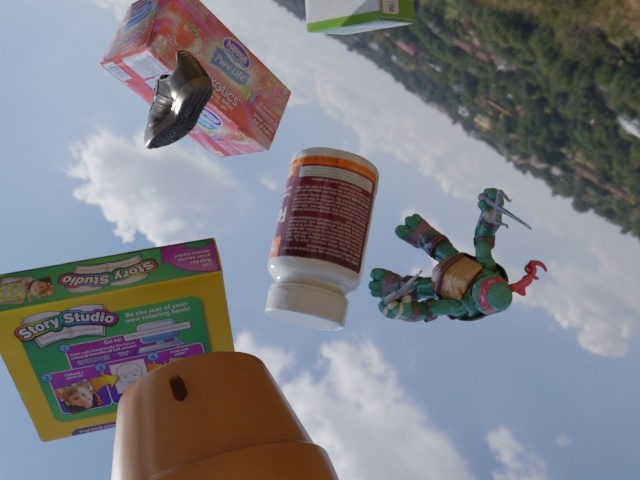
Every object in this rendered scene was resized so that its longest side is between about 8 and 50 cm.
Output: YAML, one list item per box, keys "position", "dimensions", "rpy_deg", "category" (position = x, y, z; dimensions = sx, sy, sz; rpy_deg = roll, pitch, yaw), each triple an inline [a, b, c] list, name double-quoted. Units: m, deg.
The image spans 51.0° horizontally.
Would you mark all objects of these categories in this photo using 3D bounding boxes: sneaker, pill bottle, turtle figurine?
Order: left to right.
- position: [-0.216, -0.205, 0.991]
  dimensions: [0.066, 0.188, 0.071]
  rpy_deg: [-17, -102, -43]
  category: "sneaker"
- position: [0.000, 0.000, 1.589]
  dimensions: [0.223, 0.393, 0.224]
  rpy_deg: [11, 163, 3]
  category: "pill bottle"
- position: [0.140, 0.036, 0.735]
  dimensions: [0.118, 0.175, 0.234]
  rpy_deg: [50, 169, -16]
  category: "turtle figurine"

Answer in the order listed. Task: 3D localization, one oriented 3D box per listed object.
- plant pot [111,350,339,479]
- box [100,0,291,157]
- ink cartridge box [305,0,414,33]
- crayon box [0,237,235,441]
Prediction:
- position: [-0.139, 0.276, 0.845]
  dimensions: [0.290, 0.291, 0.204]
  rpy_deg: [16, -138, -46]
  category: "plant pot"
- position: [-0.213, -0.291, 1.207]
  dimensions: [0.154, 0.142, 0.300]
  rpy_deg: [0, 152, 42]
  category: "box"
- position: [0.063, -0.506, 1.182]
  dimensions: [0.097, 0.255, 0.188]
  rpy_deg: [-12, -165, -41]
  category: "ink cartridge box"
- position: [-0.334, 0.174, 1.152]
  dimensions: [0.362, 0.313, 0.106]
  rpy_deg: [-10, -142, -10]
  category: "crayon box"
